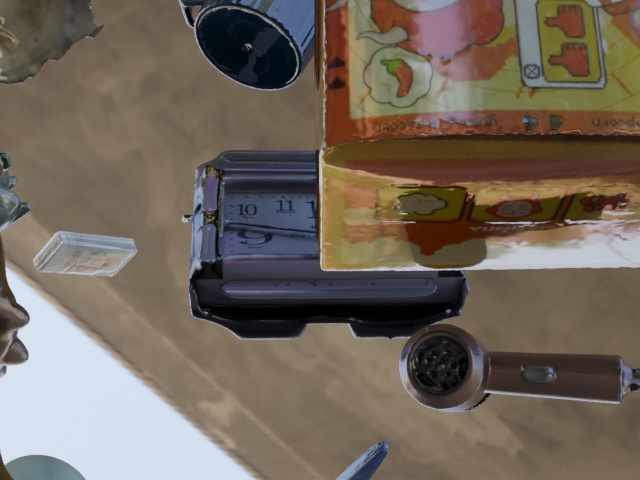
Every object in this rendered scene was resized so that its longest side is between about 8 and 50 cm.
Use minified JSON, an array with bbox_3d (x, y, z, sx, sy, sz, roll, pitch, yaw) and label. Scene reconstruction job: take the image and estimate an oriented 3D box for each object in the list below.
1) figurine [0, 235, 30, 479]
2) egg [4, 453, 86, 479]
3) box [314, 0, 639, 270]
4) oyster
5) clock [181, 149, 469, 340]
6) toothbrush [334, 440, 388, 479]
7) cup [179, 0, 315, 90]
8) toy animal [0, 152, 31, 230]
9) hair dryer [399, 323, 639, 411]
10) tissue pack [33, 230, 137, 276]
[{"bbox_3d":[-0.270,0.076,0.664,0.173,0.177,0.247,147,-73,-69],"label":"figurine"},{"bbox_3d":[-0.441,0.437,1.673,0.264,0.183,0.183,15,-35,55],"label":"egg"},{"bbox_3d":[0.124,-0.144,0.742,0.260,0.283,0.214,-1,-22,1],"label":"box"},{"bbox_3d":[-0.241,-0.228,0.742,0.107,0.162,0.232,30,-65,48],"label":"oyster"},{"bbox_3d":[0.000,0.000,0.973,0.253,0.186,0.083,0,-52,-4],"label":"clock"},{"bbox_3d":[-0.047,0.371,1.269,0.042,0.035,0.413,31,-64,-21],"label":"toothbrush"},{"bbox_3d":[-0.058,-0.236,1.009,0.177,0.155,0.131,10,-34,20],"label":"cup"},{"bbox_3d":[-0.534,-0.099,1.519,0.125,0.127,0.251,11,-22,34],"label":"toy animal"},{"bbox_3d":[0.155,0.097,0.785,0.182,0.064,0.117,0,-10,13],"label":"hair dryer"},{"bbox_3d":[-0.262,0.016,1.191,0.056,0.023,0.108,-42,-29,26],"label":"tissue pack"}]
